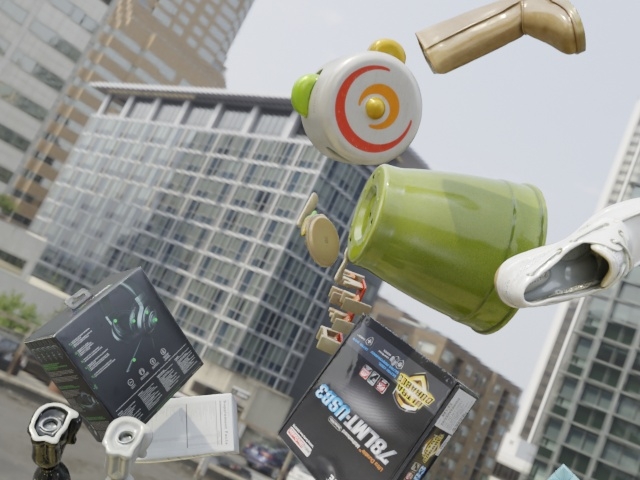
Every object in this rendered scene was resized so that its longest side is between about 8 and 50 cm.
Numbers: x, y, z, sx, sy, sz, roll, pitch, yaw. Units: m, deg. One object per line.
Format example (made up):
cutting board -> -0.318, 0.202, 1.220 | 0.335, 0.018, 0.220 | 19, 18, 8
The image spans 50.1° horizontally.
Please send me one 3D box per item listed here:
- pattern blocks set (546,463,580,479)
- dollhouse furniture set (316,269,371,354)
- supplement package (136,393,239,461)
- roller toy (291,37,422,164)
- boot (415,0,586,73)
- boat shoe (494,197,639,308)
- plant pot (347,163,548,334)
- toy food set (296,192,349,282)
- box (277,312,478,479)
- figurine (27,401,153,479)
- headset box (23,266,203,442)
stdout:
pattern blocks set -> 0.379, 0.572, 1.230 | 0.285, 0.324, 0.026 | 56, 13, 13
dollhouse furniture set -> 0.094, 0.252, 2.254 | 0.135, 0.259, 0.262 | 21, 17, -8
supplement package -> -0.323, 0.452, 1.638 | 0.244, 0.139, 0.134 | -4, -20, -3
roller toy -> 0.075, -0.229, 1.189 | 0.191, 0.209, 0.146 | 64, -13, -16
boot -> 0.343, -0.385, 1.326 | 0.236, 0.269, 0.089 | -103, 168, -48
boat shoe -> 0.381, 0.027, 0.937 | 0.098, 0.277, 0.096 | 63, -2, -11
plant pot -> 0.261, -0.011, 1.564 | 0.352, 0.367, 0.366 | 18, -10, -9
toy food set -> 0.000, 0.000, 1.568 | 0.038, 0.132, 0.192 | -14, -58, 35
box -> 0.090, 0.317, 1.228 | 0.073, 0.293, 0.295 | 39, -3, -36
figurine -> -0.434, 0.413, 1.279 | 0.214, 0.092, 0.209 | 13, -53, -8
headset box -> -0.422, 0.226, 1.412 | 0.131, 0.246, 0.283 | -14, -67, 40
